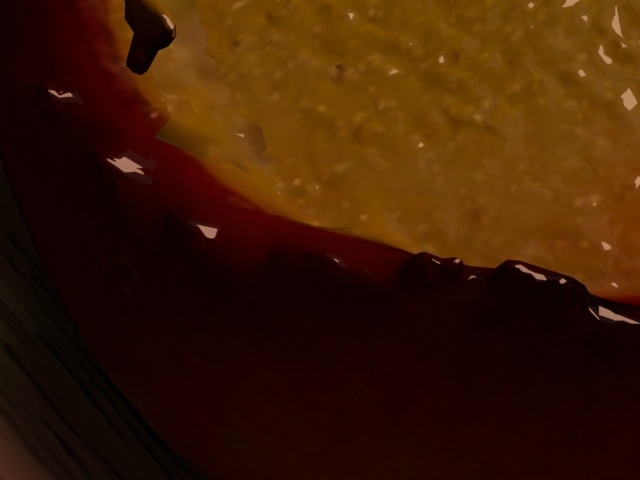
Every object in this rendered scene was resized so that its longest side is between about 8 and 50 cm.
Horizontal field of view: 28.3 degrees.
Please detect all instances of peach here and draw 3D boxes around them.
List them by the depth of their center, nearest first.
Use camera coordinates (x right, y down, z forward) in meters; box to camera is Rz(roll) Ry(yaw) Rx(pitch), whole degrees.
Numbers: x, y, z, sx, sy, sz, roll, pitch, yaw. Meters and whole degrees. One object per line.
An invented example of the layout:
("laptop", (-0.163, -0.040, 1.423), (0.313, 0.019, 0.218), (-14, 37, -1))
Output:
("peach", (0.031, -0.052, 0.577), (0.335, 0.310, 0.406), (-29, 67, -19))
